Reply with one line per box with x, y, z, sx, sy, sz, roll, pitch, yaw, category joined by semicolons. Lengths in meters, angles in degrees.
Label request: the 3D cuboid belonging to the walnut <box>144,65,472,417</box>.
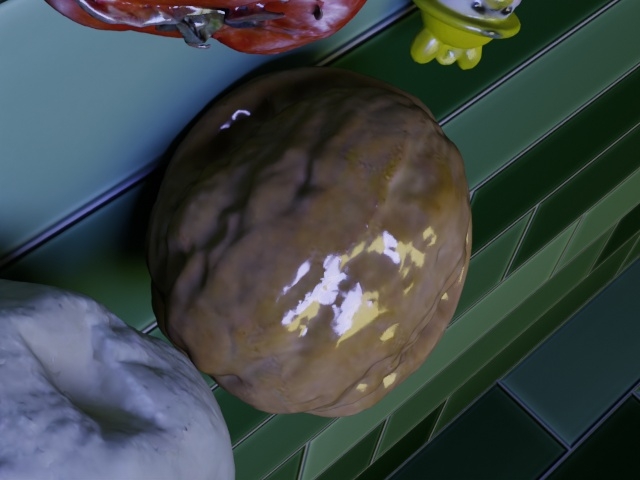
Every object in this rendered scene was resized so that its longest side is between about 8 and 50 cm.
0.000;0.000;0.789;0.257;0.257;0.224;-43;-169;-9;walnut

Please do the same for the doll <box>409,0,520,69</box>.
0.137;-0.230;0.808;0.135;0.099;0.241;-31;153;-47;doll

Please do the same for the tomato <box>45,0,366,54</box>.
-0.057;-0.162;0.494;0.187;0.151;0.187;-8;178;0;tomato

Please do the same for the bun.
-0.234;0.162;0.667;0.360;0.211;0.359;-30;161;-12;bun
